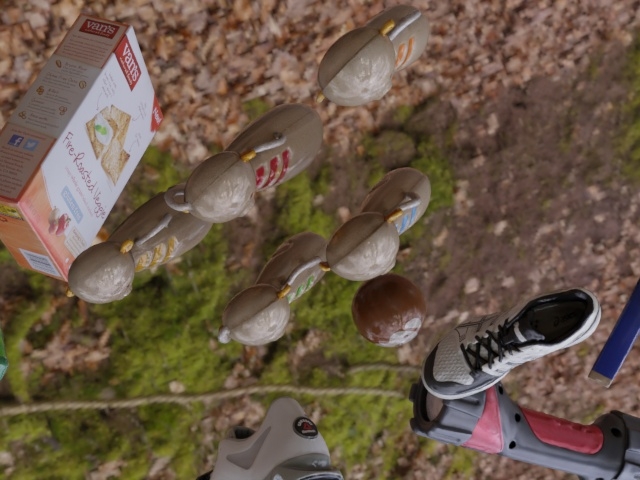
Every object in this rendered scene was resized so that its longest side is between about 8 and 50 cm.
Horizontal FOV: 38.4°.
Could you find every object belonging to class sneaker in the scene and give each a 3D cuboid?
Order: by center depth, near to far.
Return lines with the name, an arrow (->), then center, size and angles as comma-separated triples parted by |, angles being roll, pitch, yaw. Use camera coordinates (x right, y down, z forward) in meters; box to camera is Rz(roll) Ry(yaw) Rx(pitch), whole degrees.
sneaker -> 0.080, 0.041, 0.394 | 0.083, 0.031, 0.037 | -28, 164, 2
sneaker -> -0.097, 0.327, 1.195 | 0.123, 0.146, 0.330 | 12, 131, -40

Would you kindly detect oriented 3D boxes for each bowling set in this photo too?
bowling set -> 0.000, 0.000, 0.596 | 0.287, 0.200, 0.154 | -39, -176, 30

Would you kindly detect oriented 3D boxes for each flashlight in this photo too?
flashlight -> 0.256, 0.211, 1.063 | 0.304, 0.103, 0.103 | 16, 135, -17

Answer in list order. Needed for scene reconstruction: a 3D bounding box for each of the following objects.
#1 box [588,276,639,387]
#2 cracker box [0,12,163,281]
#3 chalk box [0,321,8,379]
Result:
box -> 0.446, 0.087, 1.279 | 0.136, 0.037, 0.225 | -17, 131, -63
cracker box -> -0.254, -0.096, 0.951 | 0.067, 0.232, 0.155 | 16, 152, 14
chalk box -> -0.346, 0.076, 0.646 | 0.179, 0.289, 0.180 | 16, 121, -37
